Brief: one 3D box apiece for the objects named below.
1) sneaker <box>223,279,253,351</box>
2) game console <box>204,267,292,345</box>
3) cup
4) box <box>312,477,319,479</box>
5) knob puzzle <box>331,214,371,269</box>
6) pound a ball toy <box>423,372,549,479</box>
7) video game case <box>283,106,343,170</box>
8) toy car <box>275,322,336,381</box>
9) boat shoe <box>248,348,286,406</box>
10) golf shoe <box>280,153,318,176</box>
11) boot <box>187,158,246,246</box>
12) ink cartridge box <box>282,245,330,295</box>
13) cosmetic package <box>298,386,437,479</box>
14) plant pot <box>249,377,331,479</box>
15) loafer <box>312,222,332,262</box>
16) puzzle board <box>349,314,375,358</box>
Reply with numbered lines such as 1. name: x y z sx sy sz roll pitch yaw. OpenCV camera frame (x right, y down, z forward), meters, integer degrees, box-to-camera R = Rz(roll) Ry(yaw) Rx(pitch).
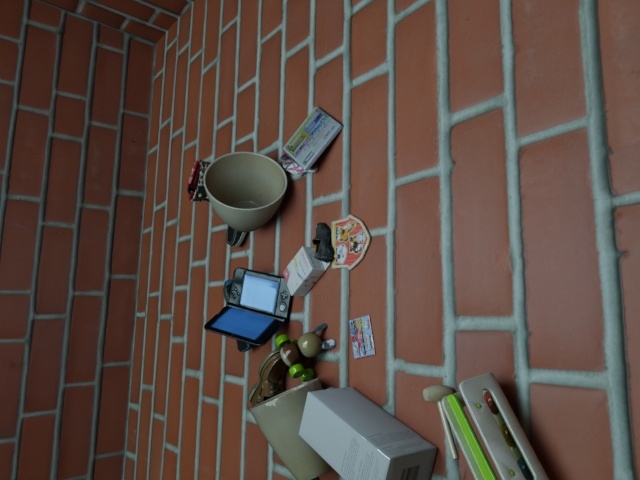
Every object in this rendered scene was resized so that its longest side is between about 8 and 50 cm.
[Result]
1. sneaker: -0.362 0.320 2.100 0.140 0.125 0.341 -54 45 33
2. game console: -0.279 0.250 1.893 0.293 0.173 0.250 10 91 26
3. cup: -0.312 -0.173 2.014 0.237 0.331 0.331 103 151 -51
4. box: -0.042 0.913 1.618 0.156 0.093 0.158 50 120 44
5. knob puzzle: 0.097 0.004 1.657 0.213 0.030 0.213 -13 73 50
6. pound a ball toy: 0.393 0.460 1.151 0.208 0.135 0.319 106 149 -52
7. video game case: -0.033 -0.391 1.847 0.212 0.023 0.193 -50 45 9
8. toy car: -0.037 0.378 1.714 0.188 0.149 0.155 -37 55 7
9. boat shoe: -0.183 0.549 1.861 0.104 0.110 0.307 50 132 39
10. golf shoe: -0.075 -0.292 1.911 0.186 0.067 0.086 22 143 40
11. boot: -0.451 -0.171 2.168 0.138 0.284 0.377 18 96 51
12. ink cartridge box: -0.054 0.103 1.797 0.198 0.067 0.115 -52 47 32
13. cosmetic package: 0.123 0.573 1.390 0.365 0.197 0.155 19 100 53
14. plant pot: -0.069 0.638 1.607 0.256 0.256 0.274 -35 73 43
15. loafer: 0.000 0.000 1.741 0.062 0.061 0.170 -53 35 40
16. puzzle board: 0.133 0.313 1.571 0.096 0.011 0.128 -28 63 46
